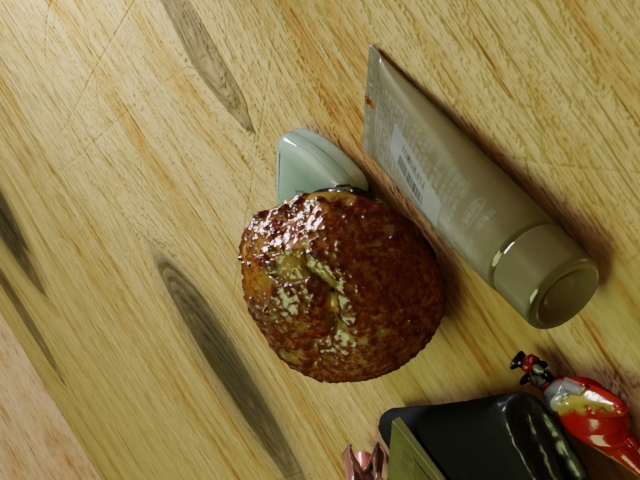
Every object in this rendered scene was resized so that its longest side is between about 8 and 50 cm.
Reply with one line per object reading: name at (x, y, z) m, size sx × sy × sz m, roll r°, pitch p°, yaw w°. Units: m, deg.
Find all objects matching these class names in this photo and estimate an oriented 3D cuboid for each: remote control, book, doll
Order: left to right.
remote control at (0.000, 0.000, 1.491) m, size 0.140 × 0.056 × 0.296 m, roll 38°, pitch 145°, yaw 33°
book at (0.132, 0.315, 1.457) m, size 0.168 × 0.013 × 0.192 m, roll 52°, pitch 161°, yaw 27°
doll at (0.255, 0.160, 1.203) m, size 0.169 × 0.057 × 0.109 m, roll 43°, pitch 165°, yaw 53°

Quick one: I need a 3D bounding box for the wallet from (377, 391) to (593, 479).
wallet at (0.191, 0.281, 1.371) m, size 0.228 × 0.062 × 0.406 m, roll 60°, pitch 162°, yaw 1°

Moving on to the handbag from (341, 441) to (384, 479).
handbag at (0.061, 0.377, 1.602) m, size 0.157 × 0.059 × 0.212 m, roll 91°, pitch 178°, yaw -75°

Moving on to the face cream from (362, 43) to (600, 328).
face cream at (0.133, -0.051, 1.196) m, size 0.341 × 0.084 × 0.137 m, roll 50°, pitch 151°, yaw 39°

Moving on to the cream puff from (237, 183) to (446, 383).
cream puff at (0.016, 0.054, 1.345) m, size 0.240 × 0.164 × 0.240 m, roll 20°, pitch 132°, yaw 25°
